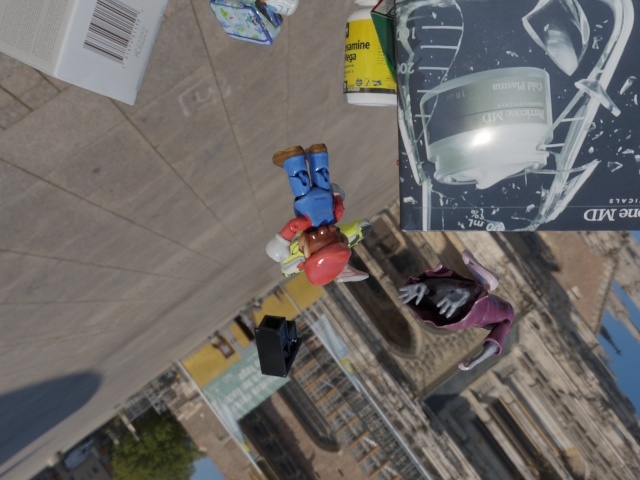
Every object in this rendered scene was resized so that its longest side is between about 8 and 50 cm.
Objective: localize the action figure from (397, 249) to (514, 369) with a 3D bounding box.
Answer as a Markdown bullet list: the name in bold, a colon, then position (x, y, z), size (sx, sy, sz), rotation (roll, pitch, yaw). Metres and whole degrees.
- **action figure**: position (0.384, 0.154, 1.275), size (0.370, 0.248, 0.276), rotation (19, 119, -34)

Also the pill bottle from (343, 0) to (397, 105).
- **pill bottle**: position (0.166, -0.582, 1.530), size (0.187, 0.334, 0.188), rotation (2, -168, 0)

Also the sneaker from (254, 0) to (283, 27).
- **sneaker**: position (-0.129, -0.653, 1.352), size (0.087, 0.083, 0.221), rotation (-39, 170, 1)

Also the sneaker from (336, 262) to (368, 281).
- **sneaker**: position (0.113, 0.112, 1.838), size (0.134, 0.070, 0.051), rotation (-2, 160, -29)

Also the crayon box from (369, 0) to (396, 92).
- **crayon box**: position (0.311, -0.574, 1.306), size (0.363, 0.106, 0.313), rotation (-50, 147, -9)

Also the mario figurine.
- **mario figurine**: position (-0.033, -0.052, 1.183), size (0.197, 0.321, 0.170), rotation (-10, -179, 4)

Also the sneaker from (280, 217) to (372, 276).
- **sneaker**: position (0.000, 0.000, 1.797), size (0.384, 0.147, 0.145), rotation (-26, 173, 21)

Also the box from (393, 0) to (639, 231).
- **box**: position (0.365, -0.284, 0.825), size (0.479, 0.472, 0.297), rotation (0, -150, 12)

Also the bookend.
- **bookend**: position (-0.108, 0.253, 1.357), size (0.072, 0.156, 0.157), rotation (4, -151, 15)

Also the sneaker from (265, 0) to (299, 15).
- **sneaker**: position (-0.095, -0.565, 1.105), size (0.085, 0.086, 0.237), rotation (-52, -150, 29)

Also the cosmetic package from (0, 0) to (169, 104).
- **cosmetic package**: position (-0.519, -0.453, 1.041), size (0.161, 0.453, 0.230), rotation (12, 104, -51)

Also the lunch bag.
- **lunch bag**: position (-0.249, -0.742, 1.687), size (0.090, 0.218, 0.176), rotation (-60, 152, -12)

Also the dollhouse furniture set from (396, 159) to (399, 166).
- **dollhouse furniture set**: position (0.442, -0.169, 1.777), size (0.152, 0.202, 0.374), rotation (-32, 138, 32)
